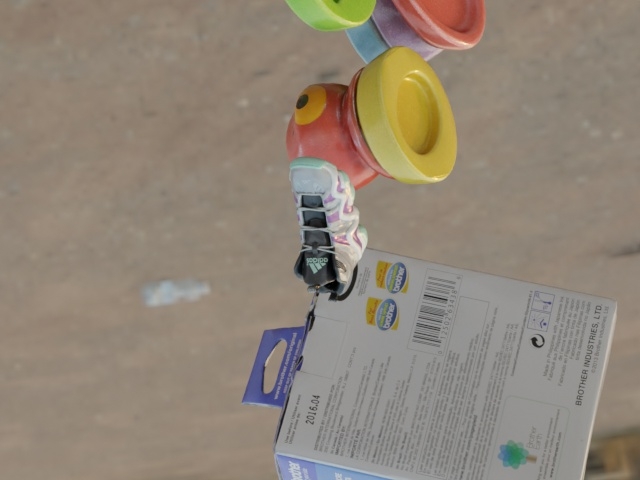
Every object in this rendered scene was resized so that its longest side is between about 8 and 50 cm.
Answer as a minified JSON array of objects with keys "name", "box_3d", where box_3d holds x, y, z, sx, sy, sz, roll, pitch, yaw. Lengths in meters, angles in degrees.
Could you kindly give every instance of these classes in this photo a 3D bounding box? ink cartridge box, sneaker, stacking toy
[{"name":"ink cartridge box","box_3d":[0.111,0.166,1.934,0.395,0.270,0.151,12,154,8]},{"name":"sneaker","box_3d":[0.000,0.000,1.060,0.038,0.069,0.098,0,142,26]},{"name":"stacking toy","box_3d":[0.014,-0.209,1.529,0.130,0.309,0.279,-18,123,32]}]
